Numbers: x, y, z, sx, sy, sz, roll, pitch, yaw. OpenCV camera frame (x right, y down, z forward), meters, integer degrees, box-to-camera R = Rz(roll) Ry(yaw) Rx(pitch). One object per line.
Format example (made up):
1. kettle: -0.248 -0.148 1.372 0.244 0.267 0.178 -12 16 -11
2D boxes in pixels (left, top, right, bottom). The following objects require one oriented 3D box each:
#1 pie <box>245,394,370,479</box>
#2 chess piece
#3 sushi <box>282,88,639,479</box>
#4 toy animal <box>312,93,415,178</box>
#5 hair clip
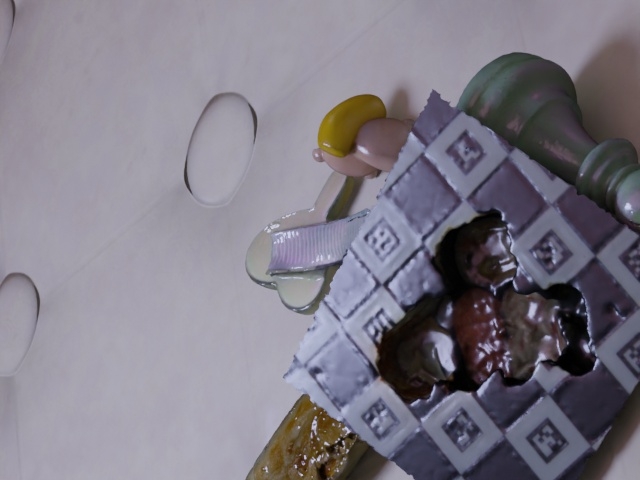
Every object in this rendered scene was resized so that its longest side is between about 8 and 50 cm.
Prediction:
1. pie: 0.002 0.216 2.114 0.282 0.068 0.128 -54 40 26
2. chess piece: 0.258 -0.069 1.859 0.271 0.139 0.139 35 106 40
3. sushi: 0.169 0.080 1.894 0.320 0.069 0.339 35 111 23
4. toy animal: 0.051 -0.107 2.171 0.082 0.114 0.091 98 -174 -52
5. hair clip: 0.001 -0.002 2.192 0.218 0.071 0.159 -14 64 43
